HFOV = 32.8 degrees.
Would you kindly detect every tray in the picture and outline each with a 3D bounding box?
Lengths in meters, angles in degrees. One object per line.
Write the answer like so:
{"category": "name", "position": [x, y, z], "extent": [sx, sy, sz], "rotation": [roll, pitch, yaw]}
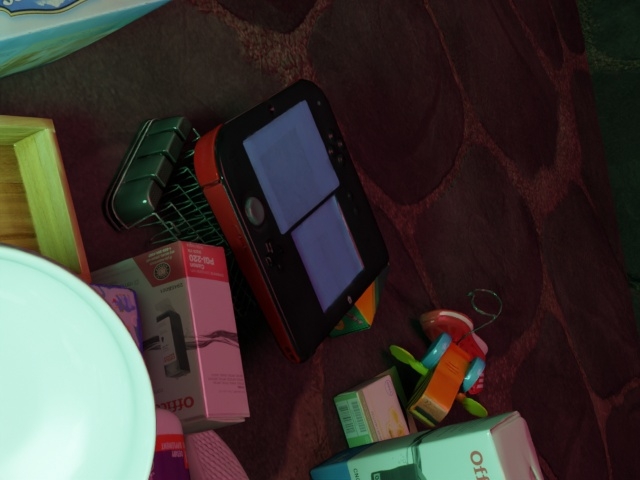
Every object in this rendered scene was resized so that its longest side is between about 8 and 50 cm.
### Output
{"category": "tray", "position": [-0.422, -0.028, 1.106], "extent": [0.411, 0.076, 0.203], "rotation": [-4, 77, -60]}

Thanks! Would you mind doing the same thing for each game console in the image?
{"category": "game console", "position": [-0.026, -0.046, 1.604], "extent": [0.342, 0.060, 0.386], "rotation": [64, 30, -10]}

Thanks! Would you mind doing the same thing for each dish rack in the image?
{"category": "dish rack", "position": [-0.168, -0.027, 1.525], "extent": [0.271, 0.074, 0.208], "rotation": [53, 36, -32]}

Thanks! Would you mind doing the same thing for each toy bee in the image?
{"category": "toy bee", "position": [0.227, 0.240, 1.932], "extent": [0.298, 0.162, 0.195], "rotation": [-25, 69, -40]}

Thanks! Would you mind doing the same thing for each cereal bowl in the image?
{"category": "cereal bowl", "position": [-0.323, 0.159, 0.989], "extent": [0.339, 0.339, 0.141], "rotation": [61, -10, -16]}

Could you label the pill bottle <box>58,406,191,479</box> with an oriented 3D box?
{"category": "pill bottle", "position": [-0.211, 0.346, 1.132], "extent": [0.181, 0.181, 0.323], "rotation": [9, 67, -57]}

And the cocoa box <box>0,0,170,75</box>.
{"category": "cocoa box", "position": [-0.370, -0.300, 1.181], "extent": [0.347, 0.231, 0.228], "rotation": [-38, 106, -58]}

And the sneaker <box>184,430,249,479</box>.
{"category": "sneaker", "position": [-0.129, 0.377, 1.325], "extent": [0.126, 0.127, 0.321], "rotation": [31, 24, -56]}

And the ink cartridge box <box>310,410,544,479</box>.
{"category": "ink cartridge box", "position": [0.168, 0.398, 1.595], "extent": [0.129, 0.307, 0.223], "rotation": [-9, 81, -60]}

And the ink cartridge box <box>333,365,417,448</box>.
{"category": "ink cartridge box", "position": [0.121, 0.309, 1.823], "extent": [0.235, 0.056, 0.171], "rotation": [-15, 86, -58]}

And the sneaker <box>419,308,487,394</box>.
{"category": "sneaker", "position": [0.262, 0.224, 2.068], "extent": [0.221, 0.087, 0.128], "rotation": [37, 43, -42]}

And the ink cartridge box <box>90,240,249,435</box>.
{"category": "ink cartridge box", "position": [-0.186, 0.127, 1.317], "extent": [0.092, 0.158, 0.218], "rotation": [11, 64, -58]}

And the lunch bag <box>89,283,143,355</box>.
{"category": "lunch bag", "position": [-0.267, 0.123, 1.227], "extent": [0.129, 0.096, 0.151], "rotation": [11, 87, -59]}

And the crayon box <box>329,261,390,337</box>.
{"category": "crayon box", "position": [0.000, 0.000, 1.767], "extent": [0.278, 0.081, 0.165], "rotation": [55, 33, -25]}
